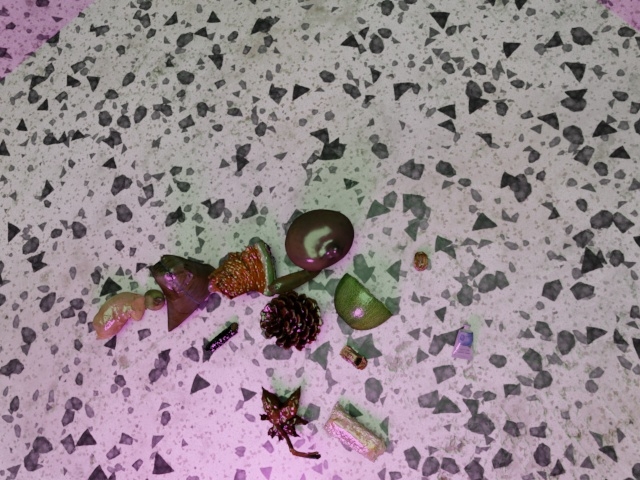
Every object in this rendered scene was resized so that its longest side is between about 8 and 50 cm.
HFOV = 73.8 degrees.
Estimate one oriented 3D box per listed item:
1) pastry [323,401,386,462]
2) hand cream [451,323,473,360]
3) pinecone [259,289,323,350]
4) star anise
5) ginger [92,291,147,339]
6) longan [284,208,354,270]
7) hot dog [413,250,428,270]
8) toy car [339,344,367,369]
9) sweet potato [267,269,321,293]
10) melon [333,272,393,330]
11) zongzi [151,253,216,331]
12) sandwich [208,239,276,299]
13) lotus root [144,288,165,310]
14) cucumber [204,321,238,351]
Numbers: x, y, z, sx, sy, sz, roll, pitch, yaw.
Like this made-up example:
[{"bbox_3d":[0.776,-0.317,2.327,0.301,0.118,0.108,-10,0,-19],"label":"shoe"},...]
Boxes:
[{"bbox_3d":[0.133,0.766,1.674,0.258,0.089,0.121,35,98,17],"label":"pastry"},{"bbox_3d":[0.575,0.404,1.697,0.084,0.053,0.142,8,90,10],"label":"hand cream"},{"bbox_3d":[-0.130,0.323,1.704,0.246,0.292,0.246,-6,78,28],"label":"pinecone"},{"bbox_3d":[-0.120,0.723,1.687,0.237,0.148,0.346,-45,63,2],"label":"star anise"},{"bbox_3d":[-0.906,0.330,1.896,0.267,0.138,0.152,-37,81,-5],"label":"ginger"},{"bbox_3d":[0.000,0.000,1.754,0.300,0.243,0.300,-22,41,21],"label":"longan"},{"bbox_3d":[0.421,0.087,1.788,0.058,0.035,0.083,1,79,13],"label":"hot dog"},{"bbox_3d":[0.137,0.484,1.752,0.122,0.035,0.059,33,82,15],"label":"toy car"},{"bbox_3d":[-0.093,0.158,1.810,0.273,0.075,0.075,-24,75,-16],"label":"sweet potato"},{"bbox_3d":[0.148,0.271,1.749,0.265,0.129,0.169,41,90,13],"label":"melon"},{"bbox_3d":[-0.623,0.234,1.780,0.160,0.323,0.360,41,93,29],"label":"zongzi"},{"bbox_3d":[-0.339,0.152,1.831,0.301,0.162,0.250,-16,89,-25],"label":"sandwich"},{"bbox_3d":[-0.727,0.263,1.874,0.077,0.183,0.090,1,89,-34],"label":"lotus root"},{"bbox_3d":[-0.429,0.424,1.847,0.181,0.053,0.053,-37,76,2],"label":"cucumber"}]
